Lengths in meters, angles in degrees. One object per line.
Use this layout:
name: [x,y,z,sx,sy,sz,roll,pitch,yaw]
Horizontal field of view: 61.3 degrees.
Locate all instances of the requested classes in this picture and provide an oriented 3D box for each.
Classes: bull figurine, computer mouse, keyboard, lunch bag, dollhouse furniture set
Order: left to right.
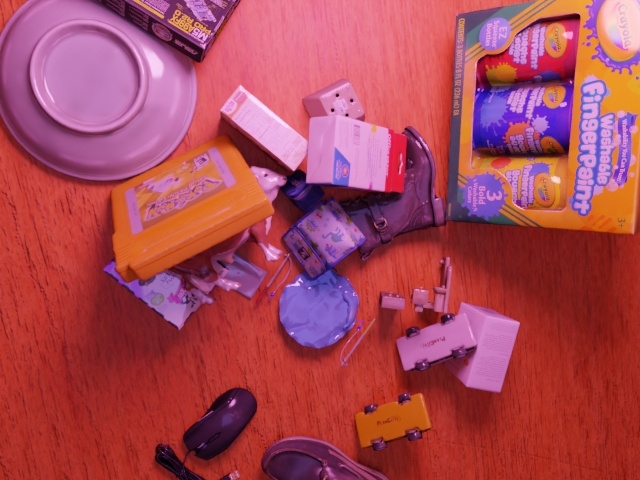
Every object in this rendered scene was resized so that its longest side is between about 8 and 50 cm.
keyboard: [-0.245,0.037,1.200,0.256,0.014,0.072,32,96,-12]
computer mouse: [-0.229,0.474,1.231,0.262,0.060,0.184,-38,101,-3]
bull figurine: [-0.177,-0.015,1.102,0.310,0.101,0.188,-36,97,-20]
lunch bag: [-0.045,-0.114,1.175,0.067,0.098,0.065,-44,120,-5]
lunch bag: [0.000,0.000,1.186,0.151,0.096,0.129,-38,87,28]
dollhouse furniture set: [0.218,0.093,1.236,0.151,0.144,0.123,7,91,4]

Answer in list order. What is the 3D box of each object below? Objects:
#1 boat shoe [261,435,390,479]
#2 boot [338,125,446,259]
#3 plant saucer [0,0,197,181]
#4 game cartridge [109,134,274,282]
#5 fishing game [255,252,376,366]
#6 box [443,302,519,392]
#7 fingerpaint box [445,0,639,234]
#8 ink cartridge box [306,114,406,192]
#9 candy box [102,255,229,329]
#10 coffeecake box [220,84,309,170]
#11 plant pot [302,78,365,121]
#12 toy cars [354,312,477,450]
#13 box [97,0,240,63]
boat shoe: [0.034,0.565,1.253,0.355,0.130,0.132,24,92,-12]
boot: [0.149,-0.107,1.217,0.229,0.091,0.263,-16,92,0]
plant saucer: [-0.451,-0.318,1.074,0.400,0.100,0.401,-1,97,-9]
game cartridge: [-0.261,-0.075,1.031,0.285,0.324,0.053,-28,125,-6]
fishing game: [-0.005,0.151,1.244,0.264,0.041,0.189,34,82,-7]
box: [0.377,0.250,1.277,0.091,0.130,0.171,13,95,-13]
fingerpaint box: [0.466,-0.249,1.107,0.163,0.371,0.445,-8,102,-52]
ink cartridge box: [0.080,-0.171,1.116,0.231,0.078,0.134,2,92,-46]
candy box: [-0.319,0.062,1.127,0.196,0.070,0.165,42,73,-13]
coffeecake box: [-0.116,-0.227,1.122,0.185,0.142,0.068,39,90,-12]
plant pot: [0.038,-0.286,1.167,0.109,0.096,0.109,-28,101,-7]
toy cars: [0.231,0.334,1.264,0.087,0.176,0.394,27,92,-50]
box: [-0.301,-0.512,1.061,0.270,0.060,0.216,29,70,-12]
